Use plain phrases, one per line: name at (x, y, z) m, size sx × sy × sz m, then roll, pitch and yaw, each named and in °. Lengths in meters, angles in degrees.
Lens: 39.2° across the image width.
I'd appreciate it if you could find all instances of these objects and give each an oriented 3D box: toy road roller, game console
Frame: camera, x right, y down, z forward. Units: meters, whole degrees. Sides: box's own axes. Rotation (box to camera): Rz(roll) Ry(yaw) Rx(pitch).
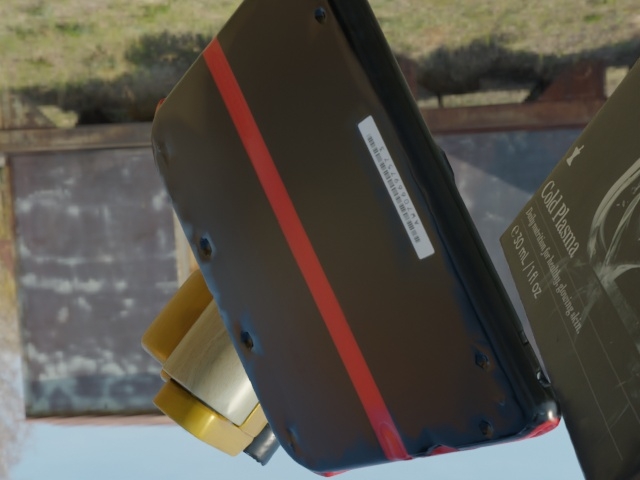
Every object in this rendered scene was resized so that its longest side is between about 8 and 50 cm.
toy road roller at (-0.131, 0.135, 1.168) m, size 0.240 × 0.202 × 0.329 m, roll 33°, pitch 169°, yaw 20°
game console at (0.000, 0.000, 0.735) m, size 0.060 × 0.387 × 0.342 m, roll -21°, pitch 174°, yaw -37°

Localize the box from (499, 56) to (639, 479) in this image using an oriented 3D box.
box at (0.444, -0.008, 0.807) m, size 0.297 × 0.472 × 0.480 m, roll 30°, pitch -157°, yaw -13°
